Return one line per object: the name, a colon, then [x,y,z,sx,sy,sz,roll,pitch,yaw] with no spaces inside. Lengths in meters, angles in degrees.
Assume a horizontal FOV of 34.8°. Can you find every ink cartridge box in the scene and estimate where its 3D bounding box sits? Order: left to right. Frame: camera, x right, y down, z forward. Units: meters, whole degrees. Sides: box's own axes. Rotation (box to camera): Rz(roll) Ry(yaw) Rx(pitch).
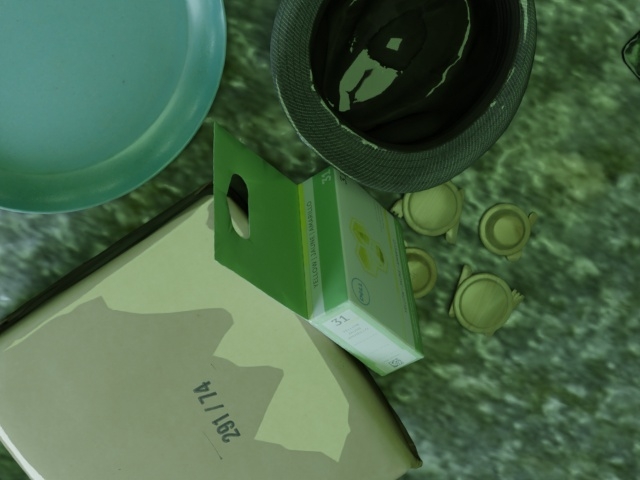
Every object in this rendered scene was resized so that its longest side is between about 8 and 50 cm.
ink cartridge box: [0.000,0.000,0.932,0.056,0.171,0.235,-28,134,24]

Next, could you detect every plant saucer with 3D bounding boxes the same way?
plant saucer: [-0.238,-0.176,0.931,0.317,0.044,0.318,-16,125,-24]

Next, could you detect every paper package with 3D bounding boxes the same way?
paper package: [-0.124,0.152,0.988,0.309,0.168,0.325,-34,100,0]

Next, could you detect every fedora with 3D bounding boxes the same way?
fedora: [0.073,-0.182,0.980,0.243,0.124,0.276,32,86,-11]

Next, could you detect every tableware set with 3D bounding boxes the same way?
tableware set: [0.143,0.014,1.068,0.168,0.020,0.141,22,95,-6]

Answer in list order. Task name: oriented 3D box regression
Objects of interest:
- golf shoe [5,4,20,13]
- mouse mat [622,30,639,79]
golf shoe: [-0.401,-0.226,0.955,0.272,0.105,0.120,-14,84,-9]
mouse mat: [0.427,-0.208,1.071,0.190,0.007,0.152,-45,100,3]
